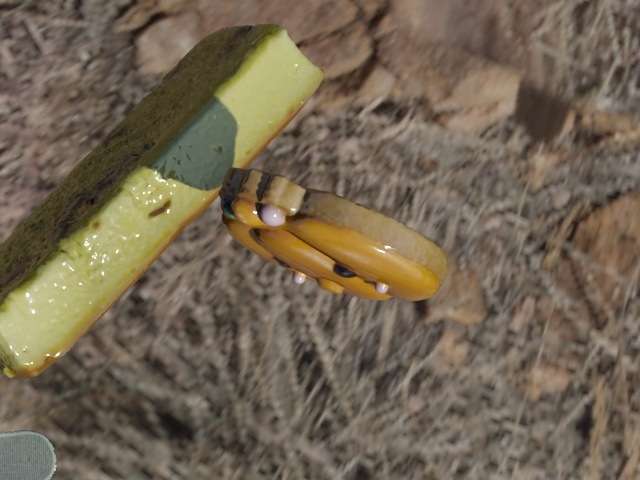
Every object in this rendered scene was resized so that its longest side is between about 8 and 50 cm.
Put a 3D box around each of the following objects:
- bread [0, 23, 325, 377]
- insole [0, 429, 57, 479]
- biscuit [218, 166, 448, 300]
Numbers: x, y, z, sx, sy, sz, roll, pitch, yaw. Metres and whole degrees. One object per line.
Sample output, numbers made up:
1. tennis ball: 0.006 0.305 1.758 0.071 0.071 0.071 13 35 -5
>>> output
1. bread: -0.159 -0.035 1.583 0.361 0.138 0.077 -47 114 -16
2. insole: -0.380 0.225 1.970 0.232 0.003 0.080 1 89 15
3. biscuit: -0.001 0.004 1.339 0.170 0.170 0.050 20 78 7
